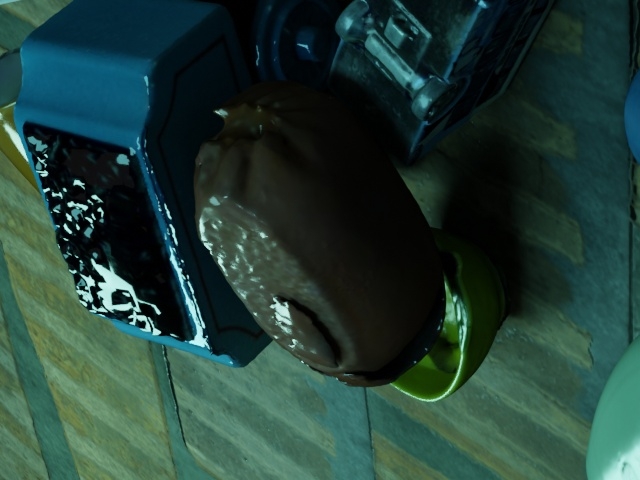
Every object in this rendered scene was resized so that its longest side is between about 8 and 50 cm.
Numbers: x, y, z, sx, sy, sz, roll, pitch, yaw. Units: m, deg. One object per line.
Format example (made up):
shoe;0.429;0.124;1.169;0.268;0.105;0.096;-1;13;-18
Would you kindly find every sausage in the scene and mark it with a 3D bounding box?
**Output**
sausage;0.000;0.000;1.414;0.152;0.152;0.279;27;159;42

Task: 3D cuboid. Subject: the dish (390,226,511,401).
dish;0.098;0.047;1.567;0.148;0.080;0.207;60;149;12

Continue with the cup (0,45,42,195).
cup;-0.200;-0.090;1.825;0.264;0.182;0.226;60;-175;-19

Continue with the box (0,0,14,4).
box;-0.223;-0.308;1.511;0.274;0.116;0.203;-11;117;16

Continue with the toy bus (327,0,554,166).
toy bus;0.099;-0.179;1.293;0.106;0.131;0.297;47;149;14

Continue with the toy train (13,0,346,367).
toy train;-0.095;-0.064;1.534;0.188;0.265;0.300;13;133;36

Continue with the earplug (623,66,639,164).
earplug;0.260;-0.049;1.122;0.273;0.132;0.132;-119;9;-66

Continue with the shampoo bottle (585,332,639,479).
shampoo bottle;0.311;0.112;1.242;0.222;0.151;0.349;56;151;16
